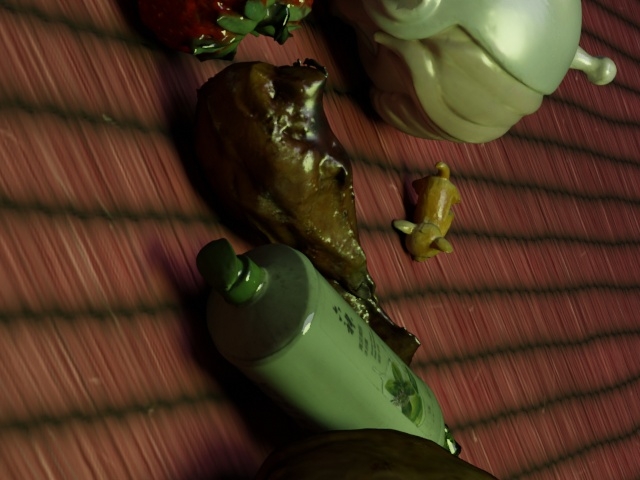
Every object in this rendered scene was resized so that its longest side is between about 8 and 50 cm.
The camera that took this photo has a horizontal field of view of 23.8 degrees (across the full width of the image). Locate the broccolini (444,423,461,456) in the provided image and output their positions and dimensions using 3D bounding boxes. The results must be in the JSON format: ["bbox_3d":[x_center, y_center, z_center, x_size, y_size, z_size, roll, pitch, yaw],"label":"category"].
[{"bbox_3d":[0.078,0.271,1.085,0.062,0.123,0.271,12,51,-38],"label":"broccolini"}]

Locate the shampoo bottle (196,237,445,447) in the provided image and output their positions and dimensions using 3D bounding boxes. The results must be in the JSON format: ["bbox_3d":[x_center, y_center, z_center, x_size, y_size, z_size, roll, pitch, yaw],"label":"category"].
[{"bbox_3d":[-0.008,0.076,1.053,0.234,0.087,0.118,48,9,-37],"label":"shampoo bottle"}]

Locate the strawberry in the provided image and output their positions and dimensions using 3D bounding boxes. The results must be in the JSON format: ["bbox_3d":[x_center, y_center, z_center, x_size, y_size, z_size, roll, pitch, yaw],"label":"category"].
[{"bbox_3d":[-0.069,-0.202,1.052,0.131,0.131,0.148,-10,88,-65],"label":"strawberry"}]

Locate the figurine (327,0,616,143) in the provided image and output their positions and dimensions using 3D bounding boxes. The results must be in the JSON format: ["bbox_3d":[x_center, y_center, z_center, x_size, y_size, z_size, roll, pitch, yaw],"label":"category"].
[{"bbox_3d":[0.097,-0.254,1.321,0.361,0.211,0.253,65,27,-19],"label":"figurine"}]

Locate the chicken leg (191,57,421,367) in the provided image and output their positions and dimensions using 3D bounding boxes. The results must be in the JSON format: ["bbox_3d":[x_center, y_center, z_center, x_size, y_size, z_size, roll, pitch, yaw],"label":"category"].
[{"bbox_3d":[0.000,0.000,1.113,0.093,0.113,0.304,-54,130,-35],"label":"chicken leg"}]

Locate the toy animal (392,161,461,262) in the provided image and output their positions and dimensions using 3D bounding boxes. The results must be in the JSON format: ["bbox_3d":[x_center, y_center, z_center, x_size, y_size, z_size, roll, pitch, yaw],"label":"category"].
[{"bbox_3d":[0.102,-0.022,1.395,0.083,0.061,0.081,-62,171,-57],"label":"toy animal"}]

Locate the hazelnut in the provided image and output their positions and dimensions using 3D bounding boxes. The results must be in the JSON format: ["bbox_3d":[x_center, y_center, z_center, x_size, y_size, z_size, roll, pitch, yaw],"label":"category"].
[{"bbox_3d":[0.030,0.229,0.976,0.208,0.208,0.208,41,42,-51],"label":"hazelnut"}]
